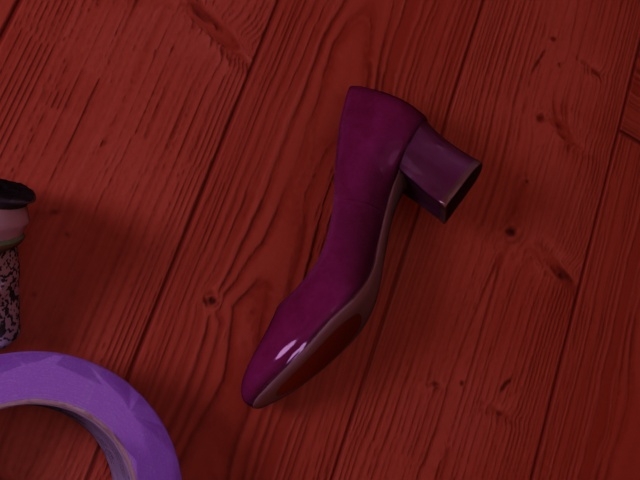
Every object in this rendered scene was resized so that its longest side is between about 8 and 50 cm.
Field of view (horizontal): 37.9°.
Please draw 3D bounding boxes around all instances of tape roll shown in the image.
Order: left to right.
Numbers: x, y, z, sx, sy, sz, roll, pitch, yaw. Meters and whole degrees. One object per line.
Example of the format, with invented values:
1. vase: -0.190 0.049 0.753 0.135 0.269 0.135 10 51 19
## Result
1. tape roll: -0.268 0.239 0.840 0.275 0.090 0.274 5 79 -25

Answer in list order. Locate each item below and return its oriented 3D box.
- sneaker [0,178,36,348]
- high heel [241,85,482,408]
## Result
1. sneaker: -0.436 0.063 0.778 0.410 0.158 0.182 -11 103 -21
2. high heel: 0.000 0.000 1.022 0.181 0.127 0.377 36 69 17
